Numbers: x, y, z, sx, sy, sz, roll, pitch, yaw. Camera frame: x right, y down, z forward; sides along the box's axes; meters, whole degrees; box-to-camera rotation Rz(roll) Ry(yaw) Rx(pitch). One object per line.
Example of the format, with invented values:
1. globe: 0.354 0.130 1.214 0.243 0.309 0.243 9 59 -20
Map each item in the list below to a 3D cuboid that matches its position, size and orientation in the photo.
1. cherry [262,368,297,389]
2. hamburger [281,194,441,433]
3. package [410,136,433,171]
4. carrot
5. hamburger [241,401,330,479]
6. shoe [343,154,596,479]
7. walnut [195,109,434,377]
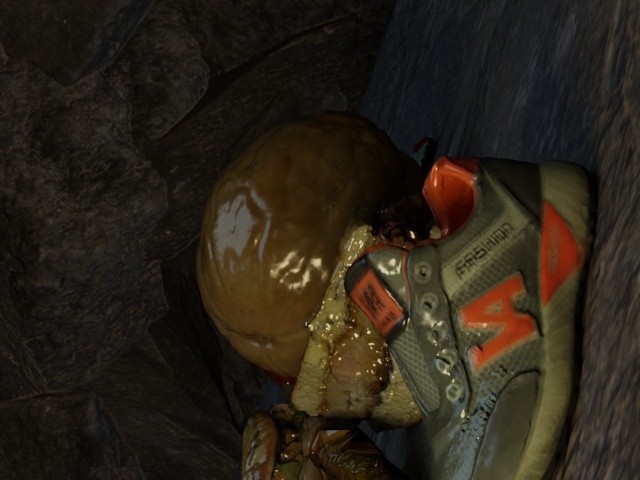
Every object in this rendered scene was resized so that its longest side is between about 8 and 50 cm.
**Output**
1. cherry: -0.017 0.109 1.872 0.239 0.206 0.239 15 -90 -78
2. hamburger: 0.067 0.077 1.404 0.282 0.155 0.245 100 -171 -75
3. package: 0.113 -0.042 1.973 0.166 0.040 0.232 -152 80 -86
4. carrot: 0.047 0.240 1.357 0.229 0.069 0.069 31 105 68
5. hamburger: -0.048 0.353 1.859 0.286 0.146 0.243 -93 13 -57
6. shoe: 0.097 0.067 0.999 0.132 0.171 0.336 117 169 -61
7. walnut: 0.000 0.000 1.625 0.333 0.333 0.332 -163 90 -85
